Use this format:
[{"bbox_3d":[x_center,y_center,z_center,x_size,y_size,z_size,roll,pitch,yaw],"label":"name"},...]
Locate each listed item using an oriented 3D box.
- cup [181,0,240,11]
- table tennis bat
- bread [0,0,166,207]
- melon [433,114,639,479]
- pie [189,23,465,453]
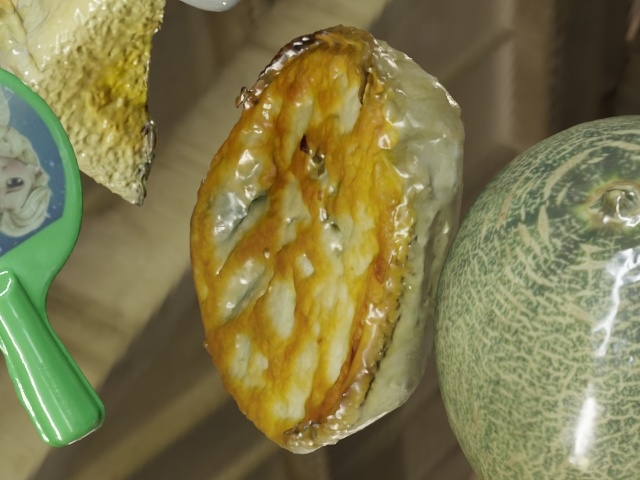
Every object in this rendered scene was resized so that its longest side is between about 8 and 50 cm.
[{"bbox_3d":[-0.039,-0.281,1.056,0.257,0.227,0.301,126,155,-46],"label":"cup"},{"bbox_3d":[-0.202,0.012,1.089,0.160,0.039,0.257,-31,-72,-14],"label":"table tennis bat"},{"bbox_3d":[-0.195,-0.151,1.405,0.133,0.174,0.252,-8,-45,-20],"label":"bread"},{"bbox_3d":[0.191,0.070,1.066,0.248,0.248,0.329,-56,-28,-25],"label":"melon"},{"bbox_3d":[0.000,0.000,1.343,0.092,0.315,0.315,4,-68,-35],"label":"pie"}]
